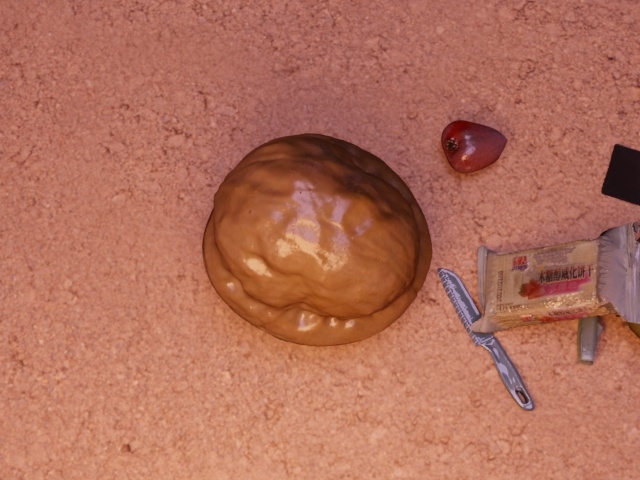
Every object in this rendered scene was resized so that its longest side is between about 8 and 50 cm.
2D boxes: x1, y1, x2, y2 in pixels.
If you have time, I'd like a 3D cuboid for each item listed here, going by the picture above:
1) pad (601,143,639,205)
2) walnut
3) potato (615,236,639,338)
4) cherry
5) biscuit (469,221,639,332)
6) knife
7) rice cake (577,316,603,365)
[{"bbox_3d":[0.652,-0.112,2.049,0.193,0.004,0.116,18,70,6],"label":"pad"},{"bbox_3d":[-0.011,-0.006,1.814,0.384,0.383,0.383,0,70,-1],"label":"walnut"},{"bbox_3d":[0.703,0.048,1.873,0.359,0.219,0.270,-42,53,-17],"label":"potato"},{"bbox_3d":[0.288,-0.177,2.027,0.126,0.087,0.106,15,62,-14],"label":"cherry"},{"bbox_3d":[0.420,0.071,1.877,0.309,0.079,0.186,-10,60,35],"label":"biscuit"},{"bbox_3d":[0.300,0.178,1.934,0.044,0.019,0.313,-26,70,-7],"label":"knife"},{"bbox_3d":[0.498,0.140,1.939,0.042,0.030,0.180,9,71,-1],"label":"rice cake"}]
